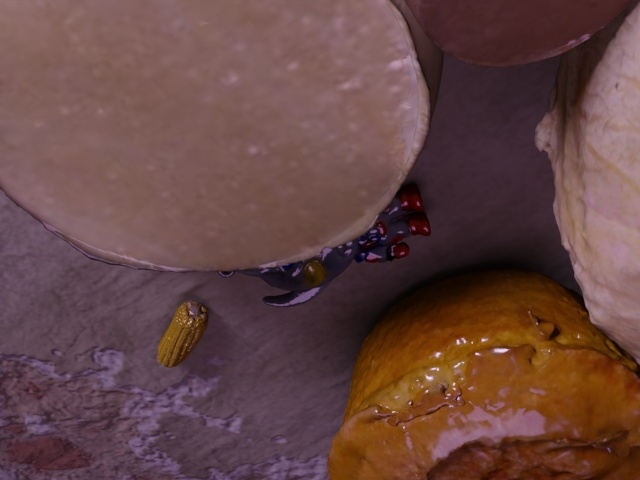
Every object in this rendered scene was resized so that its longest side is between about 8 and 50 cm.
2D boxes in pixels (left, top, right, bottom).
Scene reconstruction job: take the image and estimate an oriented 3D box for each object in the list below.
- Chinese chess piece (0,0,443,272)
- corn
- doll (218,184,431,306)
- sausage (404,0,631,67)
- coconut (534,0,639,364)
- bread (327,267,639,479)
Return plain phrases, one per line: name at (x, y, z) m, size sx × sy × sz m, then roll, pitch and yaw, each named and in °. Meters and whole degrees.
Chinese chess piece at (-0.085, -0.123, 0.621) m, size 0.338 × 0.140 × 0.338 m, roll 1°, pitch 136°, yaw 1°
corn at (-0.141, 0.097, 0.919) m, size 0.037 × 0.037 × 0.092 m, roll 20°, pitch 133°, yaw -20°
doll at (0.000, 0.001, 0.804) m, size 0.195 × 0.062 × 0.104 m, roll -16°, pitch 135°, yaw 6°
sausage at (0.060, -0.214, 0.457) m, size 0.123 × 0.253 × 0.123 m, roll -16°, pitch 149°, yaw -10°
coconut at (0.309, -0.069, 0.522) m, size 0.405 × 0.404 × 0.404 m, roll 0°, pitch 136°, yaw 0°
bread at (0.193, 0.195, 0.908) m, size 0.337 × 0.204 × 0.358 m, roll -24°, pitch 127°, yaw 26°
